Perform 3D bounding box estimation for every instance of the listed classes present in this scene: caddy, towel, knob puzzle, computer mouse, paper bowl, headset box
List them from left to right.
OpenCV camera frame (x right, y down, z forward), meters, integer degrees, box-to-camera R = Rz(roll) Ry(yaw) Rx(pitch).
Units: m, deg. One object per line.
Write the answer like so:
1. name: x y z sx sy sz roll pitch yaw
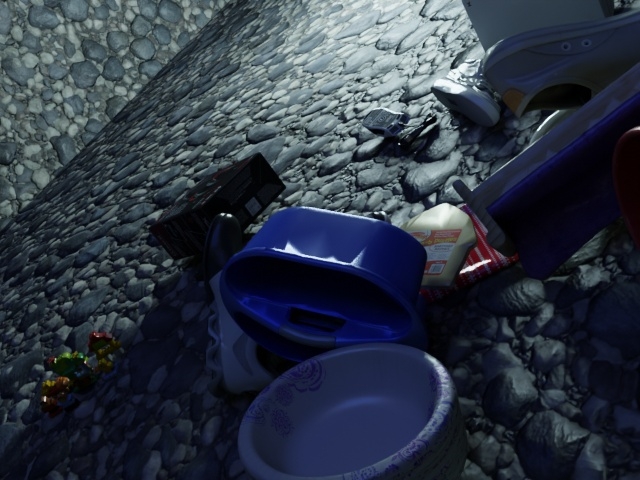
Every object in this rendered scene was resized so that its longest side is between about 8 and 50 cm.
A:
1. headset box: -0.253 -0.072 1.709 0.293 0.110 0.218 -14 28 51
2. caddy: 0.011 0.094 1.127 0.341 0.241 0.179 11 44 21
3. paper bowl: 0.047 0.268 0.939 0.284 0.148 0.284 -14 24 6
4. computer mouse: 0.174 -0.264 1.683 0.106 0.042 0.193 -48 39 -12
5. knob puzzle: 0.186 0.013 1.245 0.213 0.030 0.213 -25 33 18
6. towel: 0.243 0.005 1.260 0.275 0.031 0.199 -29 33 11

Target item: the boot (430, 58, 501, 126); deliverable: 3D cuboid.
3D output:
1. boot: 0.337 -0.330 1.554 0.123 0.095 0.258 -42 30 3

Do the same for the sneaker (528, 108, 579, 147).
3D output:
1. sneaker: 0.496 -0.178 1.187 0.292 0.108 0.169 -27 29 11

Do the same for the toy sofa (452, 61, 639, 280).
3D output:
1. toy sofa: 0.387 -0.109 1.042 0.362 0.150 0.177 -38 71 13

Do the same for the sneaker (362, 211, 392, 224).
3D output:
1. sneaker: 0.000 0.000 1.382 0.268 0.153 0.101 -35 30 2

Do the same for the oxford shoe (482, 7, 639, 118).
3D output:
1. oxford shoe: 0.489 -0.288 1.163 0.449 0.169 0.130 -13 77 3

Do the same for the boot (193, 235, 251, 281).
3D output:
1. boot: -0.146 0.012 1.579 0.263 0.091 0.229 -37 22 -16

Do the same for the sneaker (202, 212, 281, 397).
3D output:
1. sneaker: -0.125 0.108 1.307 0.146 0.122 0.331 -8 80 17

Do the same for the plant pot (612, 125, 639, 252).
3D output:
1. plant pot: 0.534 -0.063 0.871 0.243 0.275 0.275 -26 31 -1

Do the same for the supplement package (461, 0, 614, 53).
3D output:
1. supplement package: 0.470 -0.515 1.572 0.261 0.204 0.145 -11 38 34

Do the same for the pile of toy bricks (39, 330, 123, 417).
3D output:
1. pile of toy bricks: -0.540 0.281 1.574 0.212 0.105 0.118 -32 31 7
